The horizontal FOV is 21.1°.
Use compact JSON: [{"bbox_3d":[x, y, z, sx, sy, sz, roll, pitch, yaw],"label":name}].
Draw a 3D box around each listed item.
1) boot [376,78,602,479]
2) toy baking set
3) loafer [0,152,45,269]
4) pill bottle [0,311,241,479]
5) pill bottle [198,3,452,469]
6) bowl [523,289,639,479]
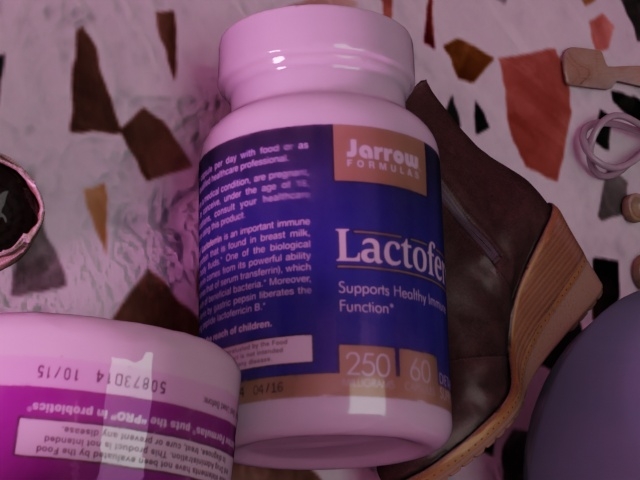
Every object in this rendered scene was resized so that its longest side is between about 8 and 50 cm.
[{"bbox_3d":[0.063,0.033,1.172,0.207,0.090,0.248,46,60,-6],"label":"boot"},{"bbox_3d":[0.293,-0.065,1.388,0.197,0.030,0.256,-36,105,-37],"label":"toy baking set"},{"bbox_3d":[-0.259,-0.036,0.896,0.268,0.092,0.102,7,78,-38],"label":"loafer"},{"bbox_3d":[-0.137,0.200,0.902,0.169,0.169,0.301,16,71,-36],"label":"pill bottle"},{"bbox_3d":[0.000,0.000,1.056,0.153,0.153,0.265,11,69,-37],"label":"pill bottle"},{"bbox_3d":[0.258,0.155,1.201,0.311,0.163,0.311,-17,115,-43],"label":"bowl"}]
